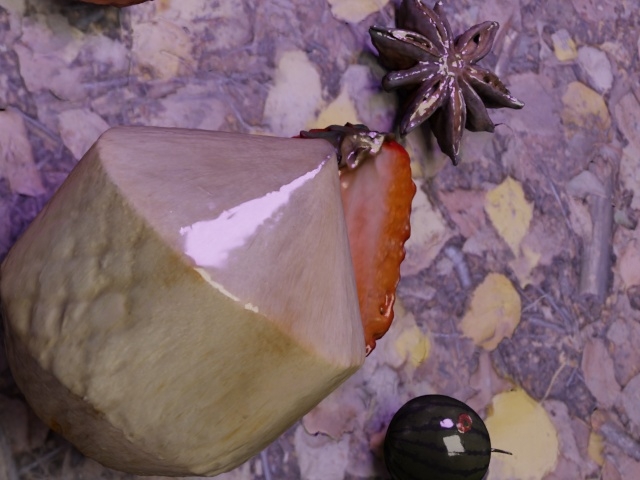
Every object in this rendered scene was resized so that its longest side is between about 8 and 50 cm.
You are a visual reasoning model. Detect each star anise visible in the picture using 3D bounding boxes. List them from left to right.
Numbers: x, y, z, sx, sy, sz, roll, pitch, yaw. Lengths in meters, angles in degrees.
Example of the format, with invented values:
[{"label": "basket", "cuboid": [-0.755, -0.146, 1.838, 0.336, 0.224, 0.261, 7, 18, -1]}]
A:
[{"label": "star anise", "cuboid": [0.123, -0.181, 1.872, 0.195, 0.065, 0.182, -38, 101, -32]}]

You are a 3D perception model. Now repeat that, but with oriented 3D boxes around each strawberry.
[{"label": "strawberry", "cuboid": [0.000, 0.000, 1.726, 0.190, 0.111, 0.236, -23, 120, -49]}]

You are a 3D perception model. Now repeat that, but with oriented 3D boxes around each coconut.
[{"label": "coconut", "cuboid": [-0.097, 0.038, 1.494, 0.329, 0.329, 0.328, 8, 77, -37]}]

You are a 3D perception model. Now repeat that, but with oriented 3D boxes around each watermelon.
[{"label": "watermelon", "cuboid": [0.128, 0.206, 1.771, 0.133, 0.105, 0.105, 9, 76, -16]}]

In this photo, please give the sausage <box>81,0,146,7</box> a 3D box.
[{"label": "sausage", "cuboid": [-0.274, -0.294, 1.570, 0.327, 0.079, 0.087, 34, 78, -28]}]
